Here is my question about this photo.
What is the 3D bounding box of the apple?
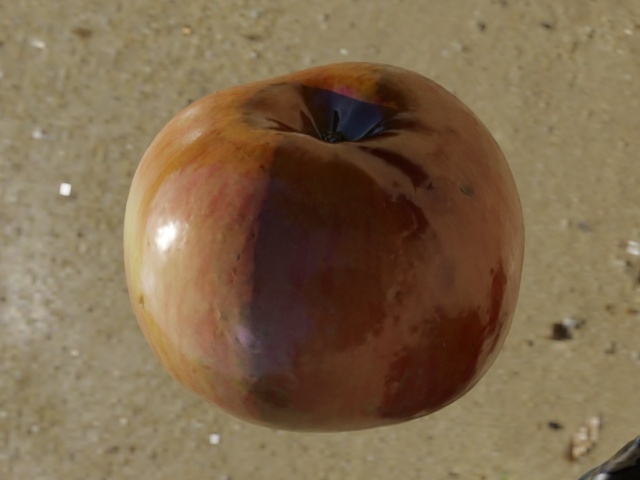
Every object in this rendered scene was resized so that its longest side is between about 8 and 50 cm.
[{"bbox_3d":[0.000,0.000,0.882,0.209,0.209,0.164,39,141,37],"label":"apple"}]

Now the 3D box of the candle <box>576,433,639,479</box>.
[{"bbox_3d":[0.187,0.239,0.937,0.342,0.221,0.221,109,146,-62],"label":"candle"}]
